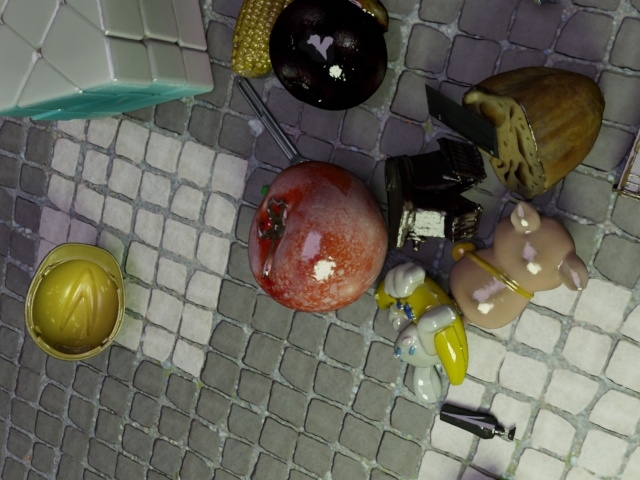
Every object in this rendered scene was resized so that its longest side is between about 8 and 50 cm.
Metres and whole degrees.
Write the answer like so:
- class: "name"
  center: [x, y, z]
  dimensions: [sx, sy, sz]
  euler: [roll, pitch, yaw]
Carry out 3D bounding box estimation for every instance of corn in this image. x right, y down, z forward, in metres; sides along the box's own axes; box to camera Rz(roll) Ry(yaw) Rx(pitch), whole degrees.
- class: "corn"
  center: [-0.077, -0.446, 1.327]
  dimensions: [0.119, 0.119, 0.322]
  euler: [31, 113, 16]

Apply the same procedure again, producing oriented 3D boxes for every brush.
- class: "brush"
  center: [-0.090, -0.211, 1.413]
  dimensions: [0.062, 0.027, 0.266]
  euler: [-38, 82, 23]

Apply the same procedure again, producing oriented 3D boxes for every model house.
- class: "model house"
  center: [0.199, -0.077, 1.236]
  dimensions: [0.164, 0.141, 0.203]
  euler: [1, 62, -4]

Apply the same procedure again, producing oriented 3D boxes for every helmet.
- class: "helmet"
  center: [-0.526, 0.126, 1.593]
  dimensions: [0.205, 0.140, 0.257]
  euler: [11, 93, -12]

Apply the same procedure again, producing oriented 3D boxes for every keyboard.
- class: "keyboard"
  center: [0.232, -0.200, 1.208]
  dimensions: [0.198, 0.010, 0.064]
  euler: [49, 161, 48]

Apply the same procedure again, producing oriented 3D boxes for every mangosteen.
- class: "mangosteen"
  center: [0.028, -0.352, 1.262]
  dimensions: [0.211, 0.211, 0.250]
  euler: [21, 74, 19]

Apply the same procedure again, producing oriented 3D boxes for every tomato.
- class: "tomato"
  center: [0.000, 0.000, 1.294]
  dimensions: [0.270, 0.227, 0.270]
  euler: [-25, 58, 49]

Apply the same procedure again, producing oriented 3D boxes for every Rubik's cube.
- class: "Rubik's cube"
  center: [-0.434, -0.412, 1.375]
  dimensions: [0.321, 0.316, 0.319]
  euler: [-8, 95, 23]

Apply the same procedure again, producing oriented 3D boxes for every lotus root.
- class: "lotus root"
  center: [0.351, -0.194, 1.167]
  dimensions: [0.180, 0.199, 0.188]
  euler: [-32, 120, -13]

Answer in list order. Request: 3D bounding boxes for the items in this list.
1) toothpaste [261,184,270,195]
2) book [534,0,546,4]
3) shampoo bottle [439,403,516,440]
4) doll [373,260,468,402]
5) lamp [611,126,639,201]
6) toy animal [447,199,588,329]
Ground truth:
- class: "toothpaste"
  center: [-0.076, -0.089, 1.431]
  dimensions: [0.083, 0.017, 0.020]
  euler: [19, 108, 20]
- class: "book"
  center: [0.391, -0.517, 1.091]
  dimensions: [0.269, 0.025, 0.191]
  euler: [-38, 112, 14]
- class: "shampoo bottle"
  center: [0.287, 0.336, 1.332]
  dimensions: [0.137, 0.027, 0.048]
  euler: [16, 106, 20]
- class: "doll"
  center: [0.175, 0.158, 1.275]
  dimensions: [0.237, 0.111, 0.252]
  euler: [57, 156, 14]
- class: "lamp"
  center: [0.543, -0.216, 1.104]
  dimensions: [0.090, 0.089, 0.325]
  euler: [20, 106, 20]
- class: "toy animal"
  center: [0.310, 0.052, 1.222]
  dimensions: [0.165, 0.149, 0.248]
  euler: [41, 124, -4]
